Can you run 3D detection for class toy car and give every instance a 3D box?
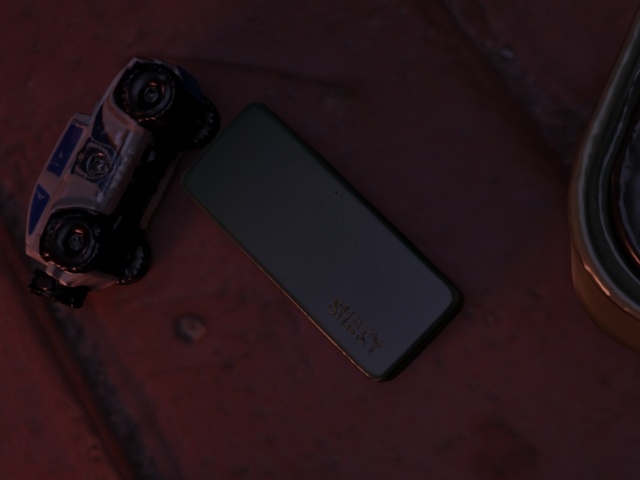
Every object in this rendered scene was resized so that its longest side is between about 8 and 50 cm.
[{"bbox_3d":[-0.134,-0.037,0.716,0.070,0.080,0.170,27,89,17],"label":"toy car"}]

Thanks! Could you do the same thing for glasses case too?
[{"bbox_3d":[0.000,0.000,0.700,0.184,0.039,0.078,44,93,15],"label":"glasses case"}]

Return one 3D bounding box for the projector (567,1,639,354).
[{"bbox_3d":[0.265,-0.037,0.537,0.249,0.249,0.248,23,88,15],"label":"projector"}]
